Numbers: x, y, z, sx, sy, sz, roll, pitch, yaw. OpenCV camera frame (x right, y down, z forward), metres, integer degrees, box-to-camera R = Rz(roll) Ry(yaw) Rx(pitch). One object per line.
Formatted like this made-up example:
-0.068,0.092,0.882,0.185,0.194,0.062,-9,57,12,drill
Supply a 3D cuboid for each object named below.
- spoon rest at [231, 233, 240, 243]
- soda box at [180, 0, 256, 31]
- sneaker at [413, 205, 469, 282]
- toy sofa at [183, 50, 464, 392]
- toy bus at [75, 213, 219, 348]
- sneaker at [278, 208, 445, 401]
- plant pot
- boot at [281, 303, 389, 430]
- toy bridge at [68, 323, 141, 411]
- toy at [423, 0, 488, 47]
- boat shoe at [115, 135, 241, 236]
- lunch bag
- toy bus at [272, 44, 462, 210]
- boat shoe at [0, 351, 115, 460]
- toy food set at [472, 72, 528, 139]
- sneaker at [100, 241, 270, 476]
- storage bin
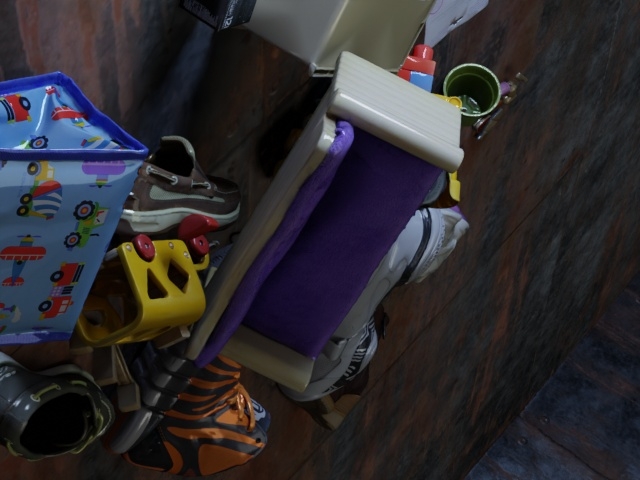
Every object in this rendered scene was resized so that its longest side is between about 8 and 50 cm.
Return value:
-0.129,0.127,2.131,0.137,0.084,0.276,-8,128,-64,spoon rest
-0.080,-0.294,1.648,0.060,0.053,0.169,-28,146,-54,soda box
0.141,-0.004,2.497,0.152,0.114,0.305,-57,160,0,sneaker
0.000,0.000,1.768,0.362,0.150,0.177,-57,-167,33,toy sofa
-0.173,0.058,1.737,0.202,0.104,0.191,-18,169,-16,toy bus
0.005,0.079,2.303,0.210,0.137,0.366,-1,132,-52,sneaker
0.213,-0.203,2.432,0.083,0.083,0.079,-49,171,-19,plant pot
0.028,0.171,2.596,0.207,0.090,0.248,-64,161,-14,boot
-0.245,0.134,1.909,0.026,0.063,0.188,-13,150,7,toy bridge
0.157,-0.365,2.077,0.137,0.056,0.237,-39,149,-31,toy
-0.150,-0.062,1.790,0.257,0.095,0.095,-14,121,-67,boat shoe
-0.326,-0.010,1.445,0.293,0.138,0.221,-12,136,-50,lunch bag
0.064,-0.143,2.056,0.149,0.220,0.211,177,-80,-76,toy bus
-0.296,0.194,1.840,0.109,0.091,0.305,-56,160,0,boat shoe
0.273,-0.215,2.623,0.122,0.019,0.078,-51,160,8,toy food set
-0.117,0.153,2.039,0.180,0.124,0.321,27,110,-29,sneaker
0.054,-0.318,1.818,0.262,0.123,0.260,-63,159,17,storage bin
